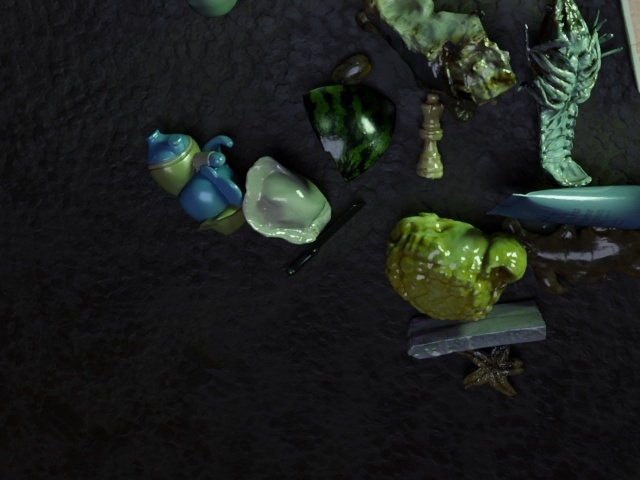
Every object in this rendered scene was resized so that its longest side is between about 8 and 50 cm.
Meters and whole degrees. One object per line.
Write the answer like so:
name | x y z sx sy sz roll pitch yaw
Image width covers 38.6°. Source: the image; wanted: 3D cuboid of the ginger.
ginger | 0.543 0.033 1.885 0.332 0.080 0.166 -1 102 6

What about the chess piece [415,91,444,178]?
chess piece | 0.222 -0.212 1.835 0.060 0.060 0.172 4 112 7

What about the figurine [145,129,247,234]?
figurine | -0.245 -0.126 1.900 0.180 0.154 0.262 -21 117 26

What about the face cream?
face cream | 0.528 -0.067 1.783 0.385 0.135 0.086 1 77 -11

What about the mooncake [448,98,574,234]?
mooncake | 0.380 -0.152 1.836 0.346 0.057 0.150 29 86 -12

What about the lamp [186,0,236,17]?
lamp | -0.210 -0.480 1.754 0.105 0.105 0.105 4 115 8

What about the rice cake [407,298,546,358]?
rice cake | 0.335 0.191 1.979 0.297 0.106 0.050 -11 123 14

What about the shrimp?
shrimp | 0.457 -0.290 1.714 0.221 0.166 0.411 -17 132 -20

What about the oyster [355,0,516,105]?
oyster | 0.215 -0.374 1.711 0.337 0.133 0.198 42 148 10

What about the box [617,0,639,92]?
box | 0.639 -0.467 1.650 0.204 0.051 0.365 -14 112 15

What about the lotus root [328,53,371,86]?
lotus root | 0.055 -0.331 1.811 0.099 0.049 0.054 -28 110 26

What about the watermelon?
watermelon | 0.048 -0.235 1.801 0.137 0.193 0.145 16 158 44

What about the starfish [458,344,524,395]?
starfish | 0.377 0.286 2.039 0.146 0.074 0.190 -26 110 13

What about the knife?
knife | 0.000 0.000 1.966 0.245 0.072 0.019 -44 76 24

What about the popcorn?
popcorn | 0.271 0.067 1.895 0.285 0.174 0.225 12 131 10

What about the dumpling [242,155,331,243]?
dumpling | -0.071 -0.069 1.894 0.229 0.124 0.151 33 79 -29
